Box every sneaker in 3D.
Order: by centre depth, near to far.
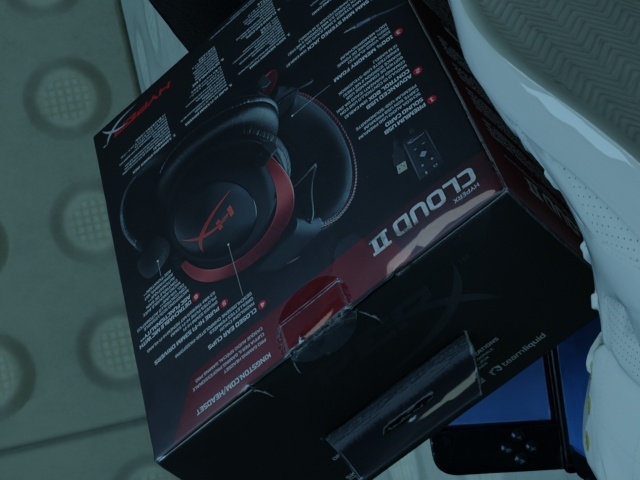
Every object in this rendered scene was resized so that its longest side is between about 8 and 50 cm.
[{"bbox_3d":[0.120,0.003,0.564,0.292,0.108,0.169,-115,21,-44],"label":"sneaker"}]

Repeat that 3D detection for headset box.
[{"bbox_3d":[0.006,-0.007,0.745,0.110,0.218,0.293,37,-158,-38],"label":"headset box"}]

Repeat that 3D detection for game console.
[{"bbox_3d":[0.106,0.069,0.757,0.085,0.124,0.144,-44,-54,-71],"label":"game console"}]

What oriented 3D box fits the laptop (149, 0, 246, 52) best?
[{"bbox_3d":[-0.072,-0.236,0.923,0.234,0.264,0.136,52,-148,-9],"label":"laptop"}]
